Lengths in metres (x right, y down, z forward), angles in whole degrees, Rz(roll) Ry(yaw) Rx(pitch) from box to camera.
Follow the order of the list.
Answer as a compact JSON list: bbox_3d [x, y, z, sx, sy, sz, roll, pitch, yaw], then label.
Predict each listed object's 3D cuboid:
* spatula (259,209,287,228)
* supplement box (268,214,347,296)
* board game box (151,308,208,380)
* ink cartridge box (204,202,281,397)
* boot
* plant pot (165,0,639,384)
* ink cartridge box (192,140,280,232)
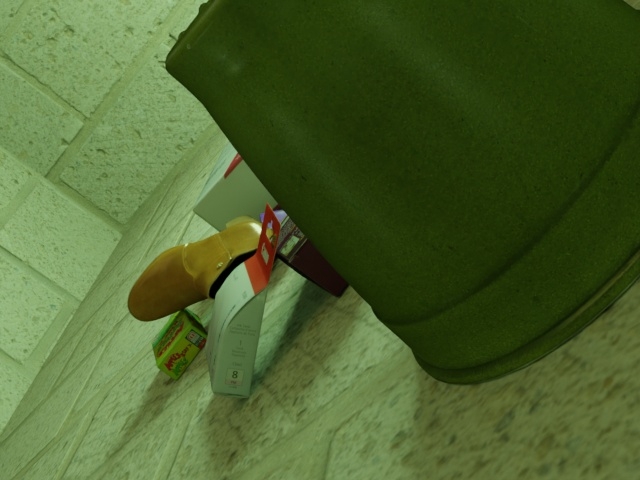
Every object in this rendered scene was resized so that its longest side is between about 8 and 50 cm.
[{"bbox_3d":[-0.073,-0.038,1.639,0.296,0.084,0.030,-173,76,-80],"label":"spatula"},{"bbox_3d":[0.000,0.000,1.260,0.104,0.081,0.188,-53,14,-3],"label":"supplement box"},{"bbox_3d":[-0.250,0.176,1.676,0.092,0.043,0.181,-52,14,-3],"label":"board game box"},{"bbox_3d":[-0.109,0.072,1.286,0.189,0.066,0.232,-129,45,-75],"label":"ink cartridge box"},{"bbox_3d":[-0.206,0.066,1.615,0.295,0.104,0.211,-36,19,1],"label":"boot"},{"bbox_3d":[0.075,-0.130,0.804,0.366,0.353,0.366,-48,15,17],"label":"plant pot"},{"bbox_3d":[-0.114,-0.162,1.898,0.226,0.131,0.306,-45,15,27],"label":"ink cartridge box"}]
